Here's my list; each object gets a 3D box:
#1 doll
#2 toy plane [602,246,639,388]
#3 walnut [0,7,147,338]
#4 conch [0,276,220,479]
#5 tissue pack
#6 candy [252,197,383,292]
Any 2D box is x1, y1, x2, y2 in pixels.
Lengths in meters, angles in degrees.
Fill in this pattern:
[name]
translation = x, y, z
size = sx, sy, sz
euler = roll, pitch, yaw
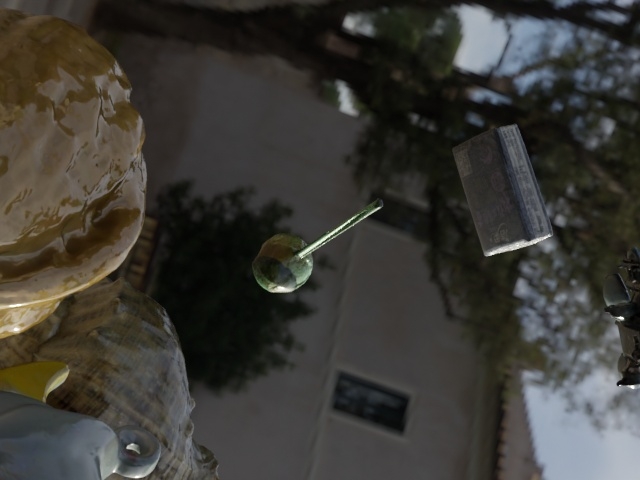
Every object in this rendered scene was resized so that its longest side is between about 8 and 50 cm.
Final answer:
[doll]
translation = -0.214, 0.138, 0.728
size = 0.145, 0.316, 0.103
euler = 22, -63, 44
[toy plane]
translation = 0.302, 0.093, 1.288
size = 0.246, 0.078, 0.169
euler = -43, 123, -84
[walnut]
translation = -0.244, -0.046, 1.030
size = 0.257, 0.257, 0.224
euler = -82, -172, -51
[conch]
translation = -0.194, 0.134, 1.307
size = 0.159, 0.291, 0.210
euler = -55, 177, 26
[tissue pack]
translation = 0.235, -0.064, 1.886
size = 0.112, 0.051, 0.156
euler = -23, -98, 61
[candy]
translation = 0.000, 0.000, 1.351
size = 0.202, 0.061, 0.061
euler = -32, -143, 53
